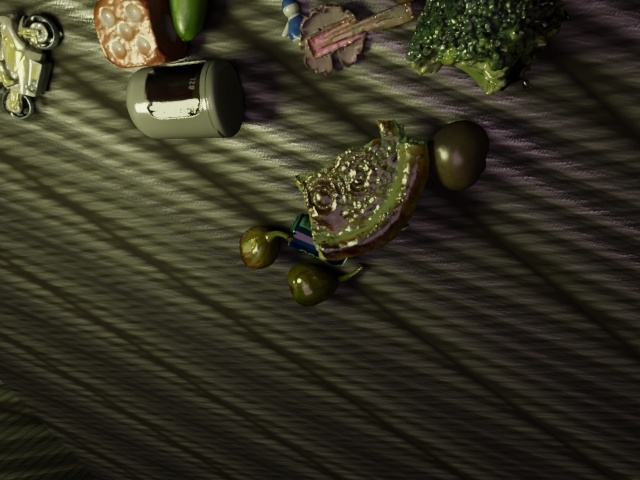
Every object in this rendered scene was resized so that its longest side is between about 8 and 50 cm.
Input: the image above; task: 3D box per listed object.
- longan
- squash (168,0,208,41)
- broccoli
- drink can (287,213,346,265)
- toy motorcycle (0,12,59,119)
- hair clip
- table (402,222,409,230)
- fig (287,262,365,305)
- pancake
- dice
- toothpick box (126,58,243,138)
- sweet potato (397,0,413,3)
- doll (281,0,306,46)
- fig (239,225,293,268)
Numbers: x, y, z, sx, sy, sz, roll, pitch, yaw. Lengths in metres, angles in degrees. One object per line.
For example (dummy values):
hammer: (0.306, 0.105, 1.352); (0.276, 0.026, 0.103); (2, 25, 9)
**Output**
longan: (0.371, -0.231, 1.193); (0.189, 0.189, 0.189); (5, 119, 9)
squash: (-0.338, -0.717, 1.108); (0.107, 0.107, 0.394); (6, 114, 8)
broccoli: (0.382, -0.457, 1.025); (0.348, 0.293, 0.281); (-19, 151, 32)
drink can: (0.000, 0.000, 1.418); (0.205, 0.118, 0.118); (25, 120, -1)
toy motorcycle: (-0.934, -0.544, 1.323); (0.223, 0.107, 0.340); (27, 113, -13)
hair clip: (0.089, -0.538, 1.125); (0.301, 0.069, 0.172); (-12, 129, 18)
table: (0.165, -0.121, 1.307); (0.167, 0.166, 0.198); (-9, 107, 16)
fig: (0.019, 0.135, 1.508); (0.260, 0.151, 0.151); (-13, 118, -12)
pancake: (0.118, -0.129, 1.209); (0.427, 0.067, 0.304); (-31, 91, 21)
dice: (-0.479, -0.566, 1.186); (0.180, 0.174, 0.174); (-2, 118, 17)
toothpick box: (-0.394, -0.389, 1.251); (0.317, 0.229, 0.228); (0, 118, 13)
sweet potato: (0.065, -0.688, 1.048); (0.385, 0.109, 0.109); (37, 119, -15)
doll: (-0.064, -0.577, 1.157); (0.099, 0.057, 0.142); (-27, 110, 0)
fig: (-0.168, 0.005, 1.408); (0.149, 0.149, 0.245); (46, 142, -13)
